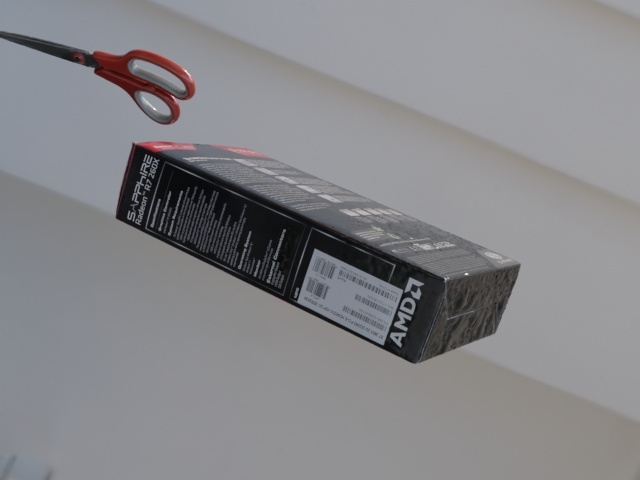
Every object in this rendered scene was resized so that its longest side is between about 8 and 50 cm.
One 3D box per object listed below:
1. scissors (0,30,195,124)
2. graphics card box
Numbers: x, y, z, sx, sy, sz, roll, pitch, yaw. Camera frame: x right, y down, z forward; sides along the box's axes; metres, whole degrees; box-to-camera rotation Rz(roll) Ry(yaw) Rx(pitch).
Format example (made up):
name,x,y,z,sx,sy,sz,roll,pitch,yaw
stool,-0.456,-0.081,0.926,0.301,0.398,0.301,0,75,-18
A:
name,x,y,z,sx,sy,sz,roll,pitch,yaw
scissors,-0.302,-0.247,1.433,0.021,0.297,0.109,-59,176,-39
graphics card box,0.000,0.000,1.125,0.232,0.370,0.094,-5,116,-63
